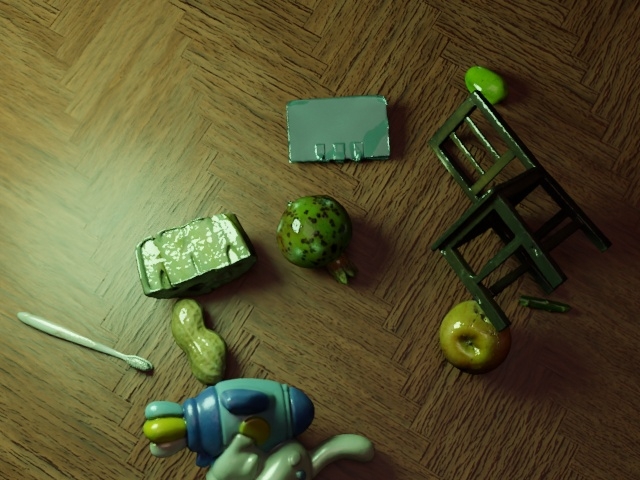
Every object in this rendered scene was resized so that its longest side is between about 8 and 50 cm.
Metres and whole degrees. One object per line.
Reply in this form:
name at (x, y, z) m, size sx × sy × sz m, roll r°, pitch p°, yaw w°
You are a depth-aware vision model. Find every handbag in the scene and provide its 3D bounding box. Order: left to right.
handbag at (0.037, -0.237, 1.850) m, size 0.221 × 0.057 × 0.144 m, roll -1°, pitch 79°, yaw 0°

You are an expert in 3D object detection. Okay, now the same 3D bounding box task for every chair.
chair at (0.330, -0.070, 1.680) m, size 0.241 × 0.203 × 0.416 m, roll -26°, pitch 73°, yaw -43°

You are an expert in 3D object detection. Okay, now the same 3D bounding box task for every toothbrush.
toothbrush at (-0.485, 0.206, 1.750) m, size 0.307 × 0.029 × 0.025 m, roll 21°, pitch 84°, yaw 7°

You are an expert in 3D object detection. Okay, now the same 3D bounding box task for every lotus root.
lotus root at (-0.250, 0.036, 1.739) m, size 0.235 × 0.138 × 0.119 m, roll -18°, pitch 70°, yaw -3°

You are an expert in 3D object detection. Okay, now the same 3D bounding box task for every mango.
mango at (0.362, -0.341, 1.872) m, size 0.073 × 0.056 × 0.108 m, roll -37°, pitch 65°, yaw -12°

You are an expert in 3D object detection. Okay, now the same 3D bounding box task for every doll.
doll at (-0.127, 0.387, 1.590) m, size 0.376 × 0.187 × 0.365 m, roll -39°, pitch 96°, yaw -38°

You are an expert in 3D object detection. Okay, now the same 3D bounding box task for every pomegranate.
pomegranate at (0.000, 0.000, 1.742) m, size 0.159 × 0.159 × 0.205 m, roll -39°, pitch 103°, yaw -9°

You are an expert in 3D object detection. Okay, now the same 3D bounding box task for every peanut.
peanut at (-0.243, 0.201, 1.721) m, size 0.089 × 0.089 × 0.192 m, roll -30°, pitch 77°, yaw -7°

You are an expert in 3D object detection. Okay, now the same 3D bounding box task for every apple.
apple at (0.302, 0.195, 1.681) m, size 0.146 × 0.146 × 0.146 m, roll 0°, pitch 75°, yaw 1°

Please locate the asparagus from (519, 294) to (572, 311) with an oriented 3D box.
asparagus at (0.462, 0.132, 1.758) m, size 0.108 × 0.021 × 0.025 m, roll 11°, pitch 80°, yaw 3°
